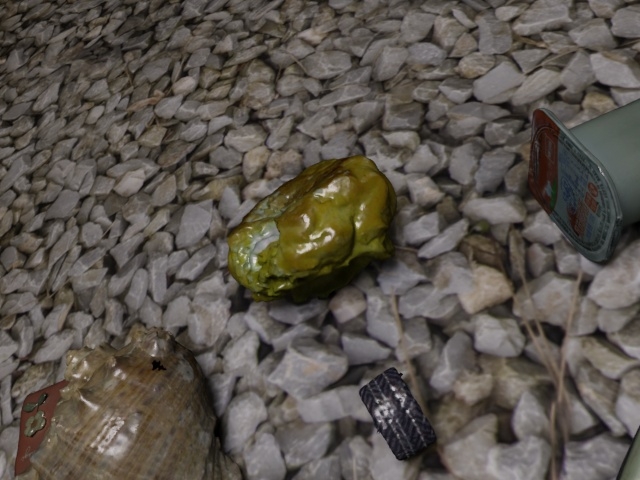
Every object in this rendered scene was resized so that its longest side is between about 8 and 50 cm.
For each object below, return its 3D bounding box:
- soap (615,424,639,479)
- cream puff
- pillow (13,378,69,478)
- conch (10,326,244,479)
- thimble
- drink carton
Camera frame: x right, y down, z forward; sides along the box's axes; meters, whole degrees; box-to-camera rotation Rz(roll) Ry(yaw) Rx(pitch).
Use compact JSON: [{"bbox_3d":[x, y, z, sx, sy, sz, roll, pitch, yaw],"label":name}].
[{"bbox_3d":[0.370,0.261,0.516,0.182,0.199,0.138,22,67,33],"label":"soap"},{"bbox_3d":[-0.002,0.001,0.860,0.281,0.185,0.282,-30,22,13],"label":"cream puff"},{"bbox_3d":[-0.427,0.299,0.925,0.179,0.075,0.172,-24,53,10],"label":"pillow"},{"bbox_3d":[-0.261,0.263,0.763,0.352,0.210,0.297,23,48,32],"label":"conch"},{"bbox_3d":[0.099,0.222,0.727,0.066,0.095,0.104,-32,37,-1],"label":"thimble"},{"bbox_3d":[0.412,-0.096,0.759,0.189,0.186,0.191,-21,50,-4],"label":"drink carton"}]
